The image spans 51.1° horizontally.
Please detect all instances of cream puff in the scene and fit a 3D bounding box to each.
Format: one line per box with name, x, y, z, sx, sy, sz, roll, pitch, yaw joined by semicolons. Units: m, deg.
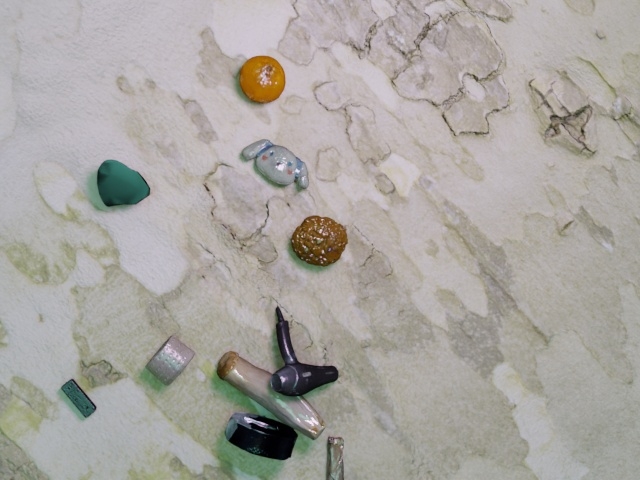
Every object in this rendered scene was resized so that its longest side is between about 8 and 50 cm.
cream puff;0.000;0.000;1.909;0.165;0.115;0.150;-22;96;-11

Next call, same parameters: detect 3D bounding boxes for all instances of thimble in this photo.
thimble;-0.410;0.329;1.834;0.090;0.102;0.115;40;111;-7

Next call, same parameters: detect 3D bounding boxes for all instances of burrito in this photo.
burrito;0.043;0.651;1.937;0.051;0.042;0.171;0;85;-13

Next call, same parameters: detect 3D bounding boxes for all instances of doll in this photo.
doll;-0.122;-0.218;1.918;0.214;0.071;0.103;30;75;-1

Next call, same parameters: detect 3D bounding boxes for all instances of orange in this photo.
orange;-0.164;-0.457;1.893;0.136;0.117;0.135;0;85;-4

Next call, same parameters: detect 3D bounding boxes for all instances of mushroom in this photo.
mushroom;-0.137;0.434;1.868;0.351;0.123;0.095;35;94;-2

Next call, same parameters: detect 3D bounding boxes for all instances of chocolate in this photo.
chocolate;-0.544;-0.147;1.836;0.149;0.080;0.125;29;95;-15

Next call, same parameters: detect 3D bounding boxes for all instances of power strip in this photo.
power strip;-0.656;0.428;1.821;0.038;0.029;0.111;-37;97;-10

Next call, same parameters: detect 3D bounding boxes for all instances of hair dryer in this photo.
hair dryer;-0.064;0.300;1.893;0.236;0.091;0.271;2;65;-46

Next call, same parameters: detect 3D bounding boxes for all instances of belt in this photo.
belt;-0.165;0.534;1.847;0.199;0.151;0.078;19;91;-17
